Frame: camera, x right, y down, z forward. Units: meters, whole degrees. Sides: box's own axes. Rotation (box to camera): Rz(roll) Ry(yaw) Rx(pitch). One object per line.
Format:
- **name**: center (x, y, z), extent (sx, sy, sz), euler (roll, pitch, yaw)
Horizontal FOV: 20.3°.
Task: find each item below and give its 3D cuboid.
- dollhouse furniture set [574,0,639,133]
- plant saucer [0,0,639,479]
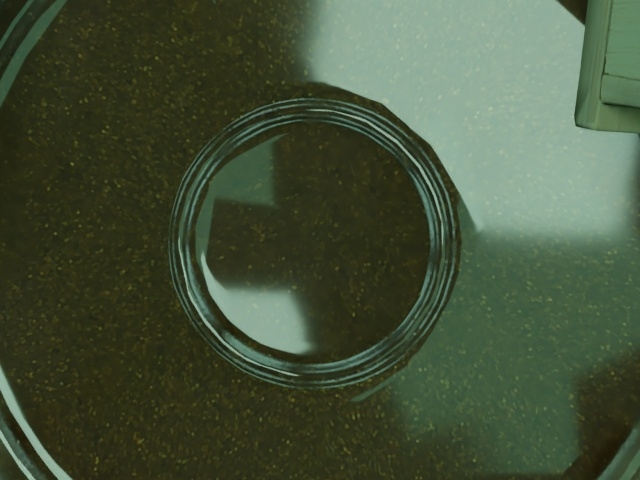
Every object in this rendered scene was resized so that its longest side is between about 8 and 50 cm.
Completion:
- **dollhouse furniture set**: center (0.255, -0.124, 0.449), extent (0.303, 0.198, 0.286), euler (2, 99, -25)
- **plant saucer**: center (0.000, 0.000, 0.554), extent (0.311, 0.050, 0.310), euler (0, 93, 10)
